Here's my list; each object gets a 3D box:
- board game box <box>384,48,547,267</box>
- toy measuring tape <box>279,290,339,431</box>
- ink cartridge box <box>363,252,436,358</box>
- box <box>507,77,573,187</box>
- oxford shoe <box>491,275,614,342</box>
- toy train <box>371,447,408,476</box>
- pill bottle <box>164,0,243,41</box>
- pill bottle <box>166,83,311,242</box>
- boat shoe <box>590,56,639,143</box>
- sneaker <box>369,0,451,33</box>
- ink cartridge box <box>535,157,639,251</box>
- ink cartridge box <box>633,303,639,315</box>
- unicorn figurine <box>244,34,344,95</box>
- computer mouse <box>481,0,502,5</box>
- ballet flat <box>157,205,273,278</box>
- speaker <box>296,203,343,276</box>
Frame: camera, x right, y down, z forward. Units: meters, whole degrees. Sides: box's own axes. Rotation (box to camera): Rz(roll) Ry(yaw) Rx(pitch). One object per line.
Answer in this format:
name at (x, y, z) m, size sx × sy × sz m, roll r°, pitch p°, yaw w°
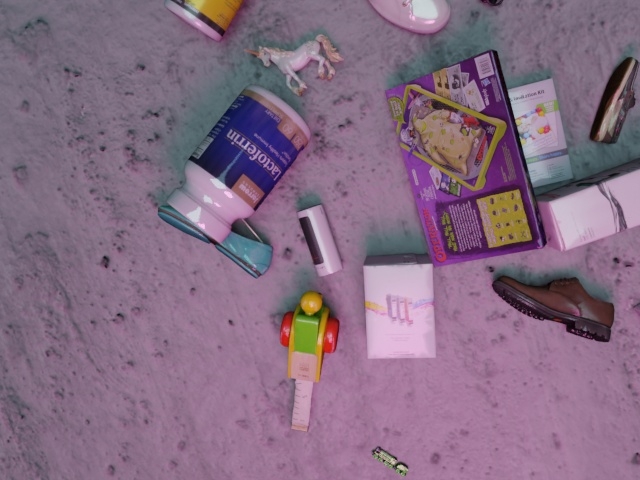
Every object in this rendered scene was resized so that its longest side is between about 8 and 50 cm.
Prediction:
board game box at (0.259, -0.136, 0.999) m, size 0.208 × 0.056 × 0.347 m, roll -13°, pitch 96°, yaw 31°
toy measuring tape at (-0.024, 0.231, 1.109) m, size 0.121 × 0.121 × 0.330 m, roll 7°, pitch 120°, yaw 6°
ink cartridge box at (0.147, 0.118, 1.043) m, size 0.127 × 0.128 × 0.176 m, roll -1°, pitch 96°, yaw 7°
box at (0.371, -0.188, 1.026) m, size 0.145 × 0.038 × 0.186 m, roll -13°, pitch 94°, yaw 8°
oxford shoe at (0.436, 0.106, 1.043) m, size 0.227 × 0.083 × 0.096 m, roll 21°, pitch 80°, yaw 4°
toy train at (0.144, 0.455, 1.141) m, size 0.083 × 0.017 × 0.024 m, roll 33°, pitch 90°, yaw 2°
pill bottle at (-0.185, -0.486, 1.014) m, size 0.119 × 0.119 × 0.208 m, roll 33°, pitch 99°, yaw 2°
pill bottle at (-0.150, -0.136, 1.006) m, size 0.153 × 0.153 × 0.265 m, roll 36°, pitch 85°, yaw 1°
boat shoe at (0.535, -0.248, 0.994) m, size 0.049 × 0.056 × 0.152 m, roll 17°, pitch 108°, yaw -1°
sneaker at (0.112, -0.479, 0.979) m, size 0.290 × 0.123 × 0.106 m, roll 40°, pitch 98°, yaw 0°
ink cartridge box at (0.492, -0.067, 0.964) m, size 0.219 × 0.160 × 0.093 m, roll -20°, pitch 93°, yaw 8°
ink cartridge box at (0.652, 0.115, 1.003) m, size 0.122 × 0.088 × 0.052 m, roll -39°, pitch 91°, yaw 9°
unicorn figurine at (-0.047, -0.337, 1.052) m, size 0.162 × 0.060 × 0.111 m, roll -28°, pitch 93°, yaw -7°
computer mouse at (0.375, -0.551, 0.963) m, size 0.262 × 0.060 × 0.184 m, roll -23°, pitch 109°, yaw 18°
ballet flat at (-0.199, -0.021, 1.101) m, size 0.247 × 0.083 × 0.087 m, roll 32°, pitch 75°, yaw 2°
speaker at (0.000, 0.000, 1.083) m, size 0.055 × 0.055 × 0.136 m, roll -18°, pitch 95°, yaw 8°
